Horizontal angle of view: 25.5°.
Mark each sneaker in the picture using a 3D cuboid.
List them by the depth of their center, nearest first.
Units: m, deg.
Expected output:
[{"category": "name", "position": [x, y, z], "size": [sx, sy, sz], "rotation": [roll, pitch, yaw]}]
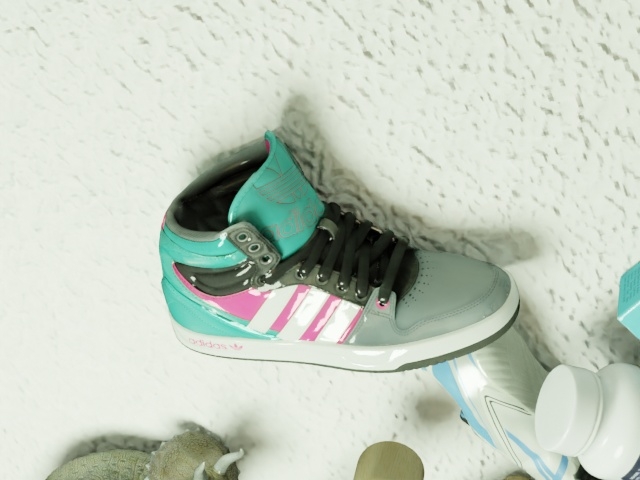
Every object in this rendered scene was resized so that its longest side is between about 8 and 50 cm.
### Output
[{"category": "sneaker", "position": [0.000, 0.000, 1.104], "size": [0.295, 0.124, 0.178], "rotation": [-2, 132, 17]}, {"category": "sneaker", "position": [0.176, 0.155, 1.185], "size": [0.086, 0.085, 0.237], "rotation": [-19, 119, 47]}]

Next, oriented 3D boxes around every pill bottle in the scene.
[{"category": "pill bottle", "position": [0.260, 0.149, 1.118], "size": [0.169, 0.094, 0.094], "rotation": [14, 127, -15]}]

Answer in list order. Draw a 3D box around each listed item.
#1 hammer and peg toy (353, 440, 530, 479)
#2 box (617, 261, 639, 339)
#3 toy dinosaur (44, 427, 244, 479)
[{"category": "hammer and peg toy", "position": [0.116, 0.323, 1.278], "size": [0.266, 0.127, 0.361], "rotation": [-33, 109, 32]}, {"category": "box", "position": [0.342, 0.005, 1.046], "size": [0.100, 0.060, 0.244], "rotation": [38, 124, -11]}, {"category": "toy dinosaur", "position": [-0.184, 0.254, 1.338], "size": [0.313, 0.121, 0.160], "rotation": [-5, 109, 23]}]
